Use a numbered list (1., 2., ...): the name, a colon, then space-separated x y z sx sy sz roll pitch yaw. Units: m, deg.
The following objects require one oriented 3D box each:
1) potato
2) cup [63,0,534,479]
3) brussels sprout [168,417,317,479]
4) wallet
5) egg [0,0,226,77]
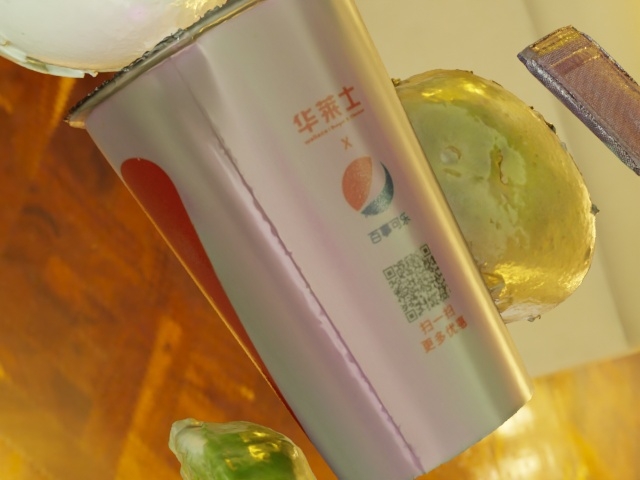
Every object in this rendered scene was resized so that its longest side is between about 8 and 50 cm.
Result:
1. potato: 0.085 -0.023 1.079 0.202 0.182 0.117 53 14 8
2. cup: 0.000 0.000 0.949 0.288 0.203 0.203 59 31 -2
3. brussels sprout: -0.038 0.185 1.063 0.139 0.100 0.181 69 -5 -49
4. wallet: 0.269 -0.133 1.458 0.166 0.030 0.111 45 35 11
5. egg: -0.193 -0.268 1.247 0.278 0.278 0.336 35 13 -45
